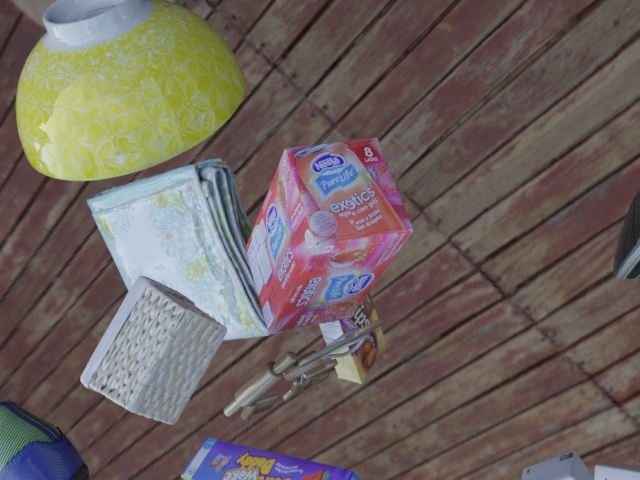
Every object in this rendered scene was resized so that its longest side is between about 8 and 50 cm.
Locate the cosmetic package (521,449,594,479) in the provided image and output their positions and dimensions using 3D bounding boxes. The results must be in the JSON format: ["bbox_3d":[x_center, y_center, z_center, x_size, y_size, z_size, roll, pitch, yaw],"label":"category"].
[{"bbox_3d":[0.482,0.515,1.704,0.117,0.085,0.231,-32,103,30],"label":"cosmetic package"}]

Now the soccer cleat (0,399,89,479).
[{"bbox_3d":[-0.308,0.238,0.730,0.289,0.093,0.121,-40,90,11],"label":"soccer cleat"}]

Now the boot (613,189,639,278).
[{"bbox_3d":[0.409,-0.012,0.909,0.178,0.085,0.236,18,145,3],"label":"boot"}]

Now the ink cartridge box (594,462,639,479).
[{"bbox_3d":[0.477,0.393,1.221,0.219,0.092,0.160,-2,79,45],"label":"ink cartridge box"}]

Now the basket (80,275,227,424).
[{"bbox_3d":[-0.220,0.151,1.234,0.103,0.167,0.113,24,173,37],"label":"basket"}]

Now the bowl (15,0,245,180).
[{"bbox_3d":[-0.249,-0.218,1.104,0.289,0.289,0.156,5,132,28],"label":"bowl"}]

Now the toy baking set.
[{"bbox_3d":[-0.026,0.184,1.340,0.256,0.197,0.030,-46,68,36],"label":"toy baking set"}]

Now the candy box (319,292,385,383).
[{"bbox_3d":[0.055,0.153,1.642,0.053,0.109,0.186,9,135,30],"label":"candy box"}]

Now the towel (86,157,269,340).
[{"bbox_3d":[-0.246,0.033,1.639,0.374,0.090,0.320,-10,105,45],"label":"towel"}]

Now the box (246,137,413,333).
[{"bbox_3d":[0.000,0.000,1.312,0.300,0.142,0.154,117,139,-58],"label":"box"}]

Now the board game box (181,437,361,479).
[{"bbox_3d":[-0.025,0.418,1.388,0.347,0.078,0.233,-3,134,49],"label":"board game box"}]
